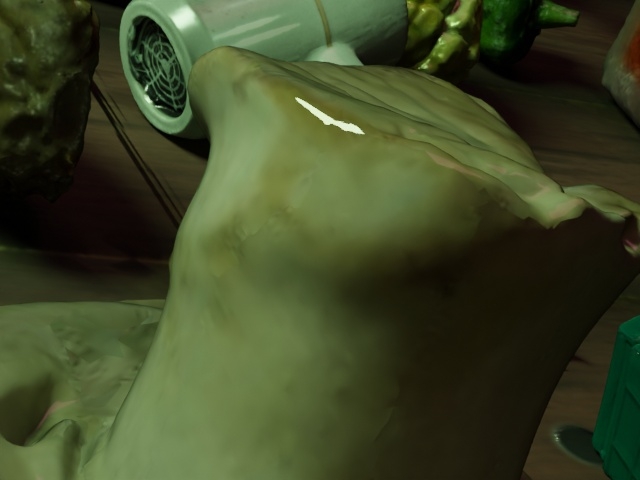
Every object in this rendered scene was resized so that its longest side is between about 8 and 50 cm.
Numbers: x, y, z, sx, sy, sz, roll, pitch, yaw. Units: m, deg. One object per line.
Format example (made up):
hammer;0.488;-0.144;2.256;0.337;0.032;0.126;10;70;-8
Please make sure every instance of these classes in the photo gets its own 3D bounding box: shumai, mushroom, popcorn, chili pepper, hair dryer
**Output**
shumai;-0.219;-0.095;0.848;0.175;0.166;0.206;-10;13;-35
mushroom;-0.021;0.097;0.437;0.297;0.290;0.297;17;24;-8
popcorn;0.058;-0.158;1.219;0.135;0.141;0.162;49;-4;35
chili pepper;0.094;-0.228;1.421;0.270;0.099;0.136;22;15;12
hair dryer;0.036;-0.051;1.022;0.173;0.108;0.357;-24;60;-30

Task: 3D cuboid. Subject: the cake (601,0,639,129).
cake;0.404;-0.135;1.322;0.230;0.237;0.309;8;30;-20

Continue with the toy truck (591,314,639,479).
toy truck;0.228;0.122;0.807;0.124;0.114;0.253;-1;30;-14
